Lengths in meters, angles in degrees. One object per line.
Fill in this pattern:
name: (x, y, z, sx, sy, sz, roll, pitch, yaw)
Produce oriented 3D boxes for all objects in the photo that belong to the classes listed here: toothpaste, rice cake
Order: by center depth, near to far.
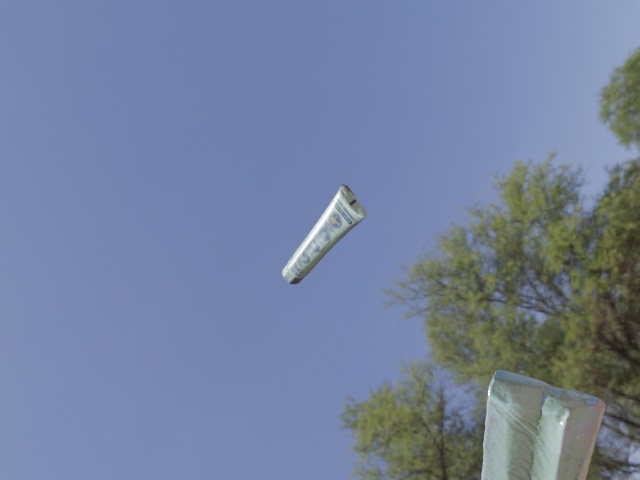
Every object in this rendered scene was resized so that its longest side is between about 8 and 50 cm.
rice cake: (0.165, 0.202, 0.554, 0.042, 0.080, 0.221, -48, -37, -54)
toothpaste: (0.000, 0.000, 1.115, 0.039, 0.239, 0.062, -24, -107, -39)
